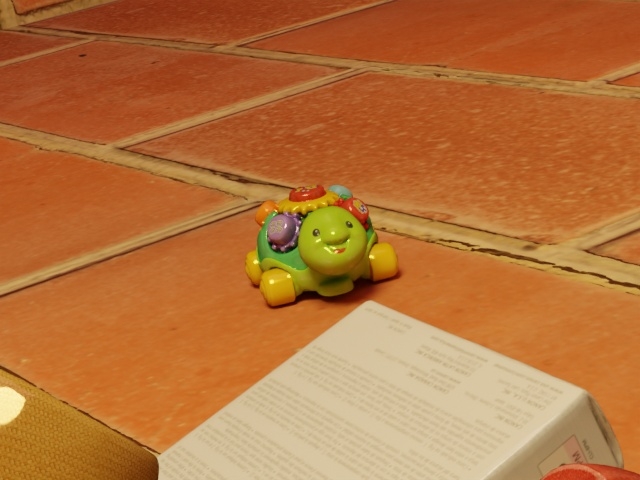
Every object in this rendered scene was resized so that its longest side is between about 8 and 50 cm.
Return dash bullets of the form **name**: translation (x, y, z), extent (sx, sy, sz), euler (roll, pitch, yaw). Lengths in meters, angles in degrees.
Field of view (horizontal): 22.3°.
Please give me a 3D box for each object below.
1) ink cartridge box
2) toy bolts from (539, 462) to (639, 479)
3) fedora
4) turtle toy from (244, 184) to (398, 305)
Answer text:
- **ink cartridge box**: translation (-0.009, 0.127, 0.731), extent (0.232, 0.066, 0.189), euler (-39, 26, -16)
- **toy bolts**: translation (0.183, 0.121, 0.475), extent (0.159, 0.218, 0.228), euler (0, -19, -21)
- **fedora**: translation (-0.125, 0.093, 0.621), extent (0.194, 0.079, 0.194), euler (19, -15, 5)
- **turtle toy**: translation (0.000, 0.000, 1.069), extent (0.095, 0.066, 0.130), euler (-14, 17, -10)
